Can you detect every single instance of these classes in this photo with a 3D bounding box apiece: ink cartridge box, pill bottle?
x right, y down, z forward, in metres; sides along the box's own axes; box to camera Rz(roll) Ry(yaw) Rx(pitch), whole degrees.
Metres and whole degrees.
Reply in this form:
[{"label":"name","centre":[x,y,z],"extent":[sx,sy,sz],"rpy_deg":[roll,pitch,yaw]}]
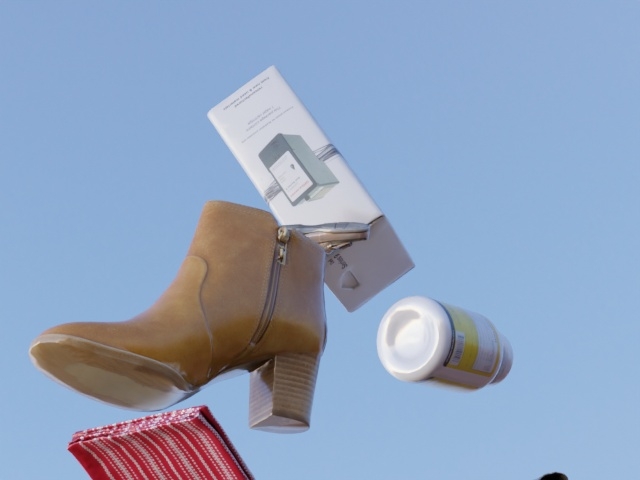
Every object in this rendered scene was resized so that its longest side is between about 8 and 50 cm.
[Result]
[{"label":"ink cartridge box","centre":[-0.008,-0.067,1.523],"extent":[0.121,0.289,0.211],"rpy_deg":[-36,-26,2]},{"label":"pill bottle","centre":[0.159,0.132,1.341],"extent":[0.103,0.103,0.184],"rpy_deg":[-40,-34,24]}]

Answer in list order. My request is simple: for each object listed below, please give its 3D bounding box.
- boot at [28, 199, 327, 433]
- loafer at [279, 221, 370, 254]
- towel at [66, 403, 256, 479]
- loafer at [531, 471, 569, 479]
[{"label":"boot","centre":[-0.122,0.054,1.031],"extent":[0.295,0.211,0.104],"rpy_deg":[19,-33,-31]},{"label":"loafer","centre":[0.000,0.000,1.339],"extent":[0.125,0.045,0.039],"rpy_deg":[-1,-78,12]},{"label":"towel","centre":[-0.227,0.342,1.612],"extent":[0.274,0.031,0.199],"rpy_deg":[-17,-67,32]},{"label":"loafer","centre":[0.153,0.187,0.770],"extent":[0.148,0.050,0.056],"rpy_deg":[1,8,44]}]
